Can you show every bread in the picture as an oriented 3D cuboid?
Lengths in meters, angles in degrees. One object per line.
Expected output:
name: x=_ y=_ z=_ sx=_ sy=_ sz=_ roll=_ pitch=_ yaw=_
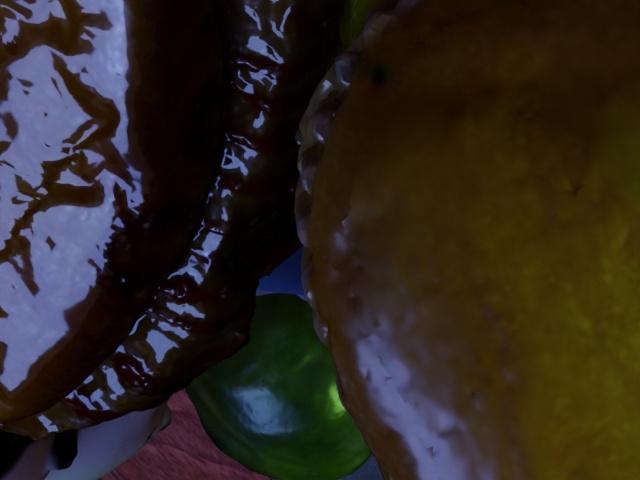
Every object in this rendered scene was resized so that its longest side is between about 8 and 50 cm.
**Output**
bread: x=0.114 y=0.038 z=0.477 sx=0.156 sy=0.204 sz=0.288 roll=-113 pitch=-1 yaw=-85

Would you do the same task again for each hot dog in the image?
hot dog: x=-0.094 y=-0.071 z=0.704 sx=0.223 sy=0.185 sz=0.405 roll=31 pitch=123 yaw=12

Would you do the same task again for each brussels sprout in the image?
brussels sprout: x=-0.026 y=0.077 z=1.085 sx=0.181 sy=0.144 sz=0.161 roll=43 pitch=-166 yaw=-2

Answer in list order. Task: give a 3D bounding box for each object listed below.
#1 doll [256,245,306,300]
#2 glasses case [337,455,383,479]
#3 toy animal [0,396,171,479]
doll: x=-0.001 y=0.000 z=0.904 sx=0.099 sy=0.135 sz=0.241 roll=30 pitch=176 yaw=40
glasses case: x=0.027 y=0.160 z=1.254 sx=0.205 sy=0.047 sz=0.070 roll=12 pitch=138 yaw=51
toy animal: x=-0.178 y=0.072 z=0.968 sx=0.187 sy=0.235 sz=0.165 roll=-44 pitch=72 yaw=44
